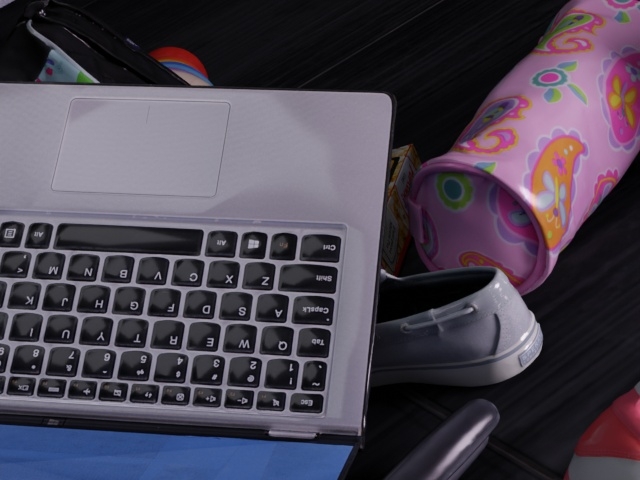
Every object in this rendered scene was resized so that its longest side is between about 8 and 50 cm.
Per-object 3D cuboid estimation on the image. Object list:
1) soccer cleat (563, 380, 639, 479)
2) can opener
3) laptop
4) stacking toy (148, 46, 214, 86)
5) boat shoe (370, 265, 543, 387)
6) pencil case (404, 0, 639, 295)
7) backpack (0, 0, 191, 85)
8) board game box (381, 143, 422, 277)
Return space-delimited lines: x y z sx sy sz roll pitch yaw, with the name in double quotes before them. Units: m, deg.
"soccer cleat" 0.175 0.161 0.604 0.095 0.083 0.248 -59 26 19
"can opener" 0.039 0.155 0.770 0.186 0.073 0.059 -41 -11 -38
"laptop" -0.166 0.018 0.792 0.381 0.236 0.408 3 62 8
"stacking toy" -0.168 -0.148 1.495 0.141 0.141 0.330 -24 20 2
"boat shoe" 0.039 0.051 0.933 0.227 0.081 0.079 -6 30 36
"pencil case" 0.170 -0.078 1.017 0.124 0.124 0.284 -4 32 40
"backpack" -0.180 -0.081 1.220 0.191 0.253 0.225 -59 13 11
"board game box" 0.000 0.000 1.120 0.146 0.045 0.193 -14 26 24
